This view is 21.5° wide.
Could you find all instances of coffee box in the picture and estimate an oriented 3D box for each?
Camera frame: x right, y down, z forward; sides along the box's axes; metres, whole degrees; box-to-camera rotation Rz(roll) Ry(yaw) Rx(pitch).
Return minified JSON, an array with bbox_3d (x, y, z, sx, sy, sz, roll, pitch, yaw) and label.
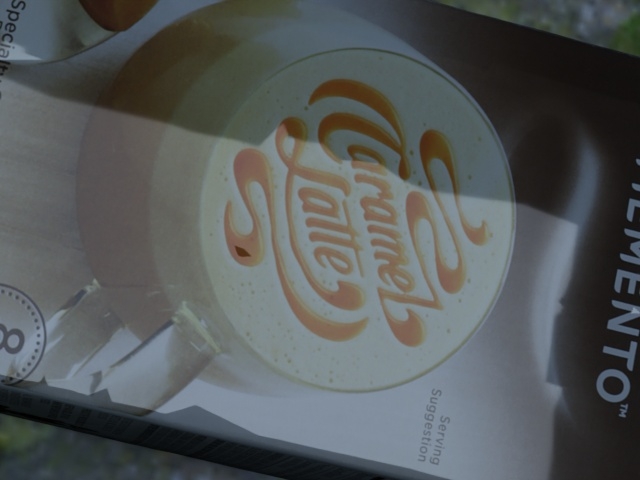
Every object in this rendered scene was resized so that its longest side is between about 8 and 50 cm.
[{"bbox_3d":[0.000,0.000,0.505,0.246,0.098,0.141,13,77,-8],"label":"coffee box"}]
